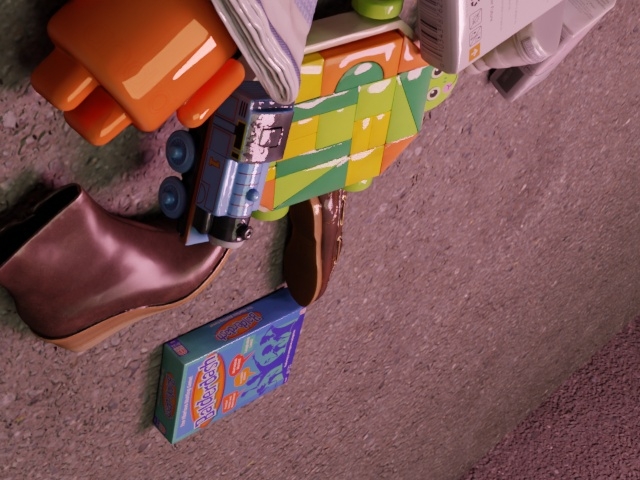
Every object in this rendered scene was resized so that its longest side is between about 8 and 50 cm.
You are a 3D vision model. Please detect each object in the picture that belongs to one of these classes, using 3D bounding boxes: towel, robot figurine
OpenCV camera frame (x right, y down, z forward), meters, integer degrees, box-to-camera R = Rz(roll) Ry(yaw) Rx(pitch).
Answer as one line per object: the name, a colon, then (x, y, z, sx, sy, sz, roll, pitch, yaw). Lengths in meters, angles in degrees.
towel: (-0.026, -0.279, 0.826, 0.209, 0.034, 0.284, 58, 41, -60)
robot figurine: (-0.138, -0.179, 0.843, 0.219, 0.158, 0.128, -46, -179, -7)

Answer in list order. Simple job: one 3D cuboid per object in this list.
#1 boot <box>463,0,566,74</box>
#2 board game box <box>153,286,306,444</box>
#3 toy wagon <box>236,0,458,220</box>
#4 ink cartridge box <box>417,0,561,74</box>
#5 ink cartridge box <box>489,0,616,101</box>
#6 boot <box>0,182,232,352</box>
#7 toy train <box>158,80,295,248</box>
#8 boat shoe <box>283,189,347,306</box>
boot: (0.245, -0.317, 1.253, 0.095, 0.123, 0.258, 48, 51, -34)
board game box: (-0.122, 0.168, 1.356, 0.210, 0.047, 0.160, -24, 142, -37)
toy wagon: (0.035, -0.159, 1.125, 0.345, 0.068, 0.267, -19, 141, -24)
ink cartridge box: (0.218, -0.369, 1.019, 0.307, 0.072, 0.303, -38, 141, -24)
ink cartridge box: (0.362, -0.304, 1.392, 0.232, 0.066, 0.189, -31, 171, -24)
boot: (-0.200, 0.004, 1.009, 0.248, 0.090, 0.207, -38, 152, -12)
toy train: (-0.094, -0.075, 0.966, 0.080, 0.105, 0.184, -9, 122, -48)
boat shoe: (0.000, 0.000, 1.300, 0.073, 0.073, 0.207, -27, 144, -32)
